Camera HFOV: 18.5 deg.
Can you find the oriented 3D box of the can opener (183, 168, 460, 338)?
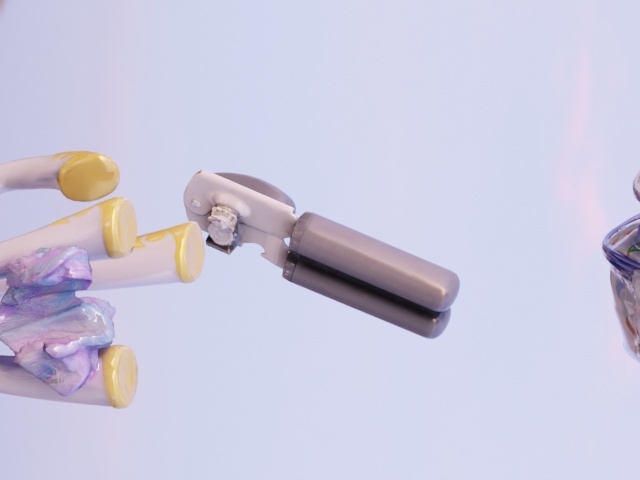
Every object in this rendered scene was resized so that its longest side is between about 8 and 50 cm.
[{"bbox_3d":[0.000,0.000,1.825,0.093,0.280,0.074,-52,162,-43],"label":"can opener"}]

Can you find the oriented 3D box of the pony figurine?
[{"bbox_3d":[-0.294,0.052,1.335,0.351,0.363,0.303,-68,150,-61],"label":"pony figurine"}]

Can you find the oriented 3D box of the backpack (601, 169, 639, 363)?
[{"bbox_3d":[0.344,0.021,1.536,0.263,0.276,0.213,-167,-115,-73],"label":"backpack"}]
